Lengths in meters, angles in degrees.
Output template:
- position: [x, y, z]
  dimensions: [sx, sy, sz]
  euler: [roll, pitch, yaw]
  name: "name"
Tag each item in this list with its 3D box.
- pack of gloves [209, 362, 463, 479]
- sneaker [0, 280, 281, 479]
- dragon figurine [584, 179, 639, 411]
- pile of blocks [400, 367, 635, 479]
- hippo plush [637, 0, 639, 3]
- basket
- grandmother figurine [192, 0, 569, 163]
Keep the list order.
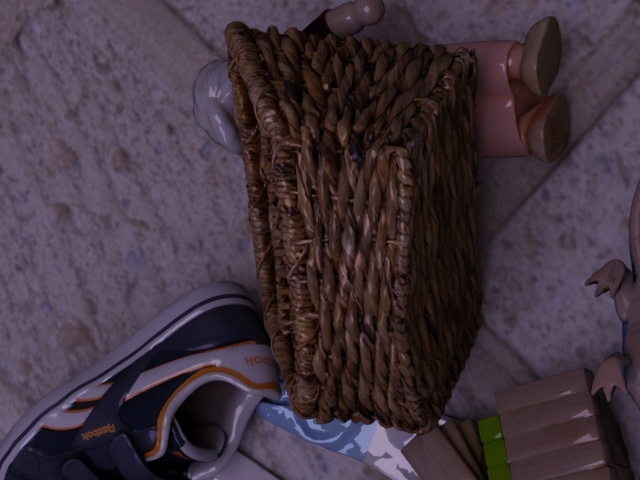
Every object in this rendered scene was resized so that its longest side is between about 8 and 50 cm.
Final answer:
- position: [0.005, 0.217, 1.476]
  dimensions: [0.232, 0.046, 0.195]
  euler: [23, 101, 20]
  name: "pack of gloves"
- position: [-0.173, 0.179, 1.495]
  dimensions: [0.321, 0.126, 0.127]
  euler: [-40, 58, 18]
  name: "sneaker"
- position: [0.280, 0.077, 1.331]
  dimensions: [0.085, 0.144, 0.289]
  euler: [-9, 70, 25]
  name: "dragon figurine"
- position: [0.124, 0.251, 1.402]
  dimensions: [0.362, 0.112, 0.149]
  euler: [-43, 58, 14]
  name: "pile of blocks"
- position: [0.265, -0.327, 1.198]
  dimensions: [0.294, 0.236, 0.234]
  euler: [33, 85, -9]
  name: "hippo plush"
- position: [0.000, 0.000, 1.320]
  dimensions: [0.223, 0.213, 0.299]
  euler: [9, 127, 19]
  name: "basket"
- position: [0.041, -0.117, 1.421]
  dimensions: [0.342, 0.104, 0.208]
  euler: [3, 108, 25]
  name: "grandmother figurine"
